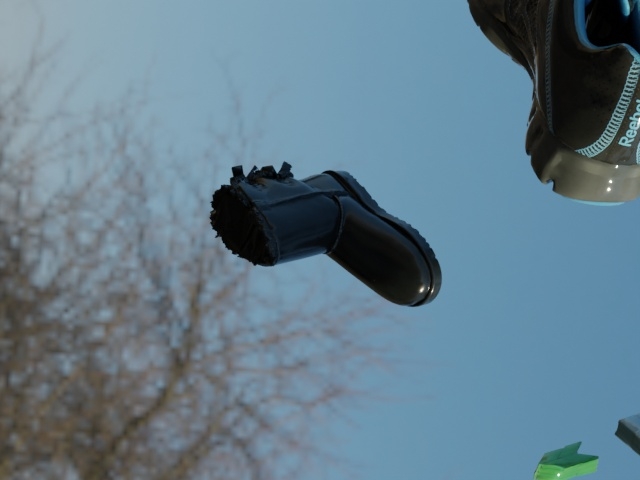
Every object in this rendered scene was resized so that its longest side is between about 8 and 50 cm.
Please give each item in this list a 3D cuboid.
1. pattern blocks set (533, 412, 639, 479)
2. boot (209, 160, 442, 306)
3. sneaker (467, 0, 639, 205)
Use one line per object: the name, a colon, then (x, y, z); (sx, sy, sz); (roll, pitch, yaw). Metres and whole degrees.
pattern blocks set: (0.334, 0.255, 1.405); (0.325, 0.285, 0.026); (33, -53, 34)
boot: (0.000, 0.000, 0.972); (0.121, 0.099, 0.045); (47, -54, 31)
sneaker: (0.215, -0.182, 1.366); (0.341, 0.125, 0.139); (-106, -153, -45)
